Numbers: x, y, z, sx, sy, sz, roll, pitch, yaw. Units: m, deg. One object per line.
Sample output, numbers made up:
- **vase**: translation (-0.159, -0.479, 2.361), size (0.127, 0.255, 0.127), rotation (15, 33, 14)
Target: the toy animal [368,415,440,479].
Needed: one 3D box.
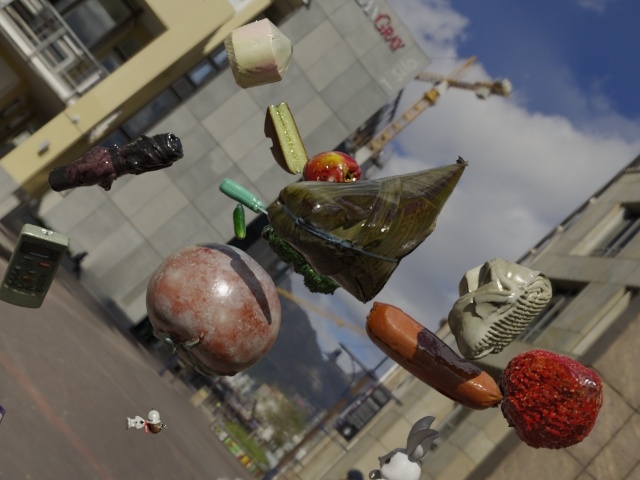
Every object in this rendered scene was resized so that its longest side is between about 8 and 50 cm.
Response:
- **toy animal**: translation (0.193, 0.510, 1.822), size (0.131, 0.220, 0.104), rotation (16, 5, 8)

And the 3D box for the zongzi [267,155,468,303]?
- **zongzi**: translation (0.071, -0.053, 0.958), size (0.112, 0.242, 0.221), rotation (48, 5, 33)

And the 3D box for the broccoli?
- **broccoli**: translation (0.000, 0.000, 2.154), size (0.303, 0.321, 0.283), rotation (57, -32, 9)

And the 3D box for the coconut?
- **coconut**: translation (-0.139, -0.435, 1.816), size (0.147, 0.153, 0.147), rotation (-16, 90, -87)

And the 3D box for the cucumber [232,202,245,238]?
- **cucumber**: translation (-0.227, -0.054, 2.175), size (0.155, 0.037, 0.037), rotation (-98, 164, -46)

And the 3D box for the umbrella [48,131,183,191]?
- **umbrella**: translation (-0.458, -0.172, 1.716), size (0.090, 0.326, 0.094), rotation (-85, 159, -52)

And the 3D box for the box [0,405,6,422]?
- **box**: translation (-1.051, 0.531, 2.021), size (0.257, 0.348, 0.318), rotation (7, -33, 11)

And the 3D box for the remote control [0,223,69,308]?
- **remote control**: translation (-0.750, 0.077, 2.019), size (0.124, 0.285, 0.038), rotation (21, 37, -23)

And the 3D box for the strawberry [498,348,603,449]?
- **strawberry**: translation (0.584, 0.397, 1.937), size (0.250, 0.238, 0.288), rotation (11, -20, -23)

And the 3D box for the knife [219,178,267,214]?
- **knife**: translation (-0.111, -0.059, 1.582), size (0.260, 0.034, 0.063), rotation (32, -3, 29)

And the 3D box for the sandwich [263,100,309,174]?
- **sandwich**: translation (-0.117, -0.324, 2.506), size (0.088, 0.090, 0.244), rotation (7, -61, 61)

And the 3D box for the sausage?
- **sausage**: translation (0.238, 0.259, 1.694), size (0.348, 0.094, 0.097), rotation (37, -34, 18)

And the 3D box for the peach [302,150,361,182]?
- **peach**: translation (0.013, -0.103, 1.130), size (0.083, 0.077, 0.050), rotation (7, -56, 48)

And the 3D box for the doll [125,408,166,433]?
- **doll**: translation (-0.401, 0.421, 1.781), size (0.040, 0.085, 0.058), rotation (-47, -116, 49)

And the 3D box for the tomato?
- **tomato**: translation (-0.247, 0.158, 1.774), size (0.317, 0.282, 0.316), rotation (33, -25, 18)

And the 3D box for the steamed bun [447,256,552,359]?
- **steamed bun**: translation (0.336, 0.121, 1.548), size (0.144, 0.218, 0.211), rotation (44, 18, 30)
